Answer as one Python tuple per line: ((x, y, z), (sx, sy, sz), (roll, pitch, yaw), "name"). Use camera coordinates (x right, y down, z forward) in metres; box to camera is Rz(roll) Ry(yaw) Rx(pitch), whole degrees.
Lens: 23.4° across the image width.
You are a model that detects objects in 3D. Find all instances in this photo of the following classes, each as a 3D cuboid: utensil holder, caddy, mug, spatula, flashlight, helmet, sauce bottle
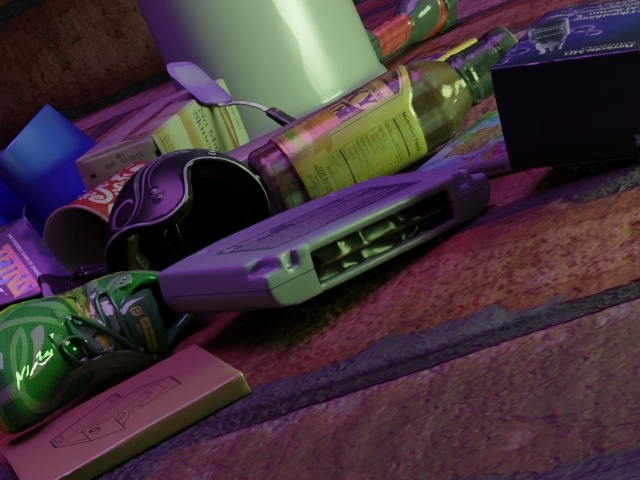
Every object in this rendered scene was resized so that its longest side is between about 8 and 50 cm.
((-0.110, -0.354, 2.429), (0.327, 0.386, 0.327), (-23, 12, 5), "utensil holder")
((-0.413, -0.054, 2.264), (0.241, 0.179, 0.341), (-45, 11, 9), "caddy")
((-0.265, -0.019, 1.930), (0.150, 0.113, 0.169), (-28, 11, 33), "mug")
((-0.090, -0.178, 2.122), (0.296, 0.030, 0.084), (27, 20, 26), "spatula")
((0.127, -0.366, 2.683), (0.103, 0.103, 0.304), (-9, 19, 40), "flashlight")
((-0.143, -0.019, 1.658), (0.169, 0.169, 0.161), (-16, 32, 33), "helmet")
((0.082, -0.137, 1.795), (0.344, 0.111, 0.111), (-31, 14, -11), "sauce bottle")

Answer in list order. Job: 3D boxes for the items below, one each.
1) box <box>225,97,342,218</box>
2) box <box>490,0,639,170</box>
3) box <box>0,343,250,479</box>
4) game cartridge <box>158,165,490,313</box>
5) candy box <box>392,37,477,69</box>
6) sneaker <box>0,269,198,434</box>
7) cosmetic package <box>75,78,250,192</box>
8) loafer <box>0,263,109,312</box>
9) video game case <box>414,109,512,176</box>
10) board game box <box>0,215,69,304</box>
((-0.060, -0.076, 1.884), (0.275, 0.094, 0.113), (-26, 12, -5), "box")
((0.276, -0.159, 1.525), (0.153, 0.108, 0.207), (-5, 21, 26), "box")
((-0.172, 0.155, 1.332), (0.201, 0.021, 0.164), (-27, 13, -15), "box")
((0.000, 0.000, 1.497), (0.297, 0.062, 0.198), (-25, 8, -37), "game cartridge")
((0.138, -0.227, 2.222), (0.186, 0.053, 0.109), (-35, 17, -34), "candy box")
((-0.214, 0.086, 1.462), (0.123, 0.109, 0.295), (-16, 11, 33), "sneaker")
((-0.205, -0.106, 2.142), (0.129, 0.153, 0.296), (-18, 16, 20), "cosmetic package")
((-0.310, 0.083, 1.696), (0.302, 0.095, 0.109), (-28, 11, -14), "loafer")
((0.217, -0.117, 1.703), (0.193, 0.023, 0.212), (-14, 17, 39), "video game case")
((-0.371, 0.061, 1.814), (0.141, 0.048, 0.170), (-29, 47, -18), "board game box")
